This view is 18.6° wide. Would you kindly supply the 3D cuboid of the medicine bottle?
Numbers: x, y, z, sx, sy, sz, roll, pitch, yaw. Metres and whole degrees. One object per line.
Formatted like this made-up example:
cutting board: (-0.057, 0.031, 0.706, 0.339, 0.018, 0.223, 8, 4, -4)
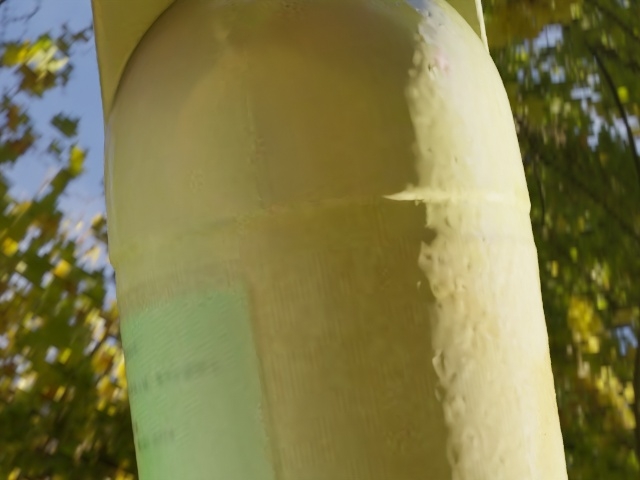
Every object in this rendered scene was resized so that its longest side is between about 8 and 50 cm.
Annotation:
medicine bottle: (0.000, 0.000, 1.082, 0.235, 0.236, 0.406, -9, -99, 9)
